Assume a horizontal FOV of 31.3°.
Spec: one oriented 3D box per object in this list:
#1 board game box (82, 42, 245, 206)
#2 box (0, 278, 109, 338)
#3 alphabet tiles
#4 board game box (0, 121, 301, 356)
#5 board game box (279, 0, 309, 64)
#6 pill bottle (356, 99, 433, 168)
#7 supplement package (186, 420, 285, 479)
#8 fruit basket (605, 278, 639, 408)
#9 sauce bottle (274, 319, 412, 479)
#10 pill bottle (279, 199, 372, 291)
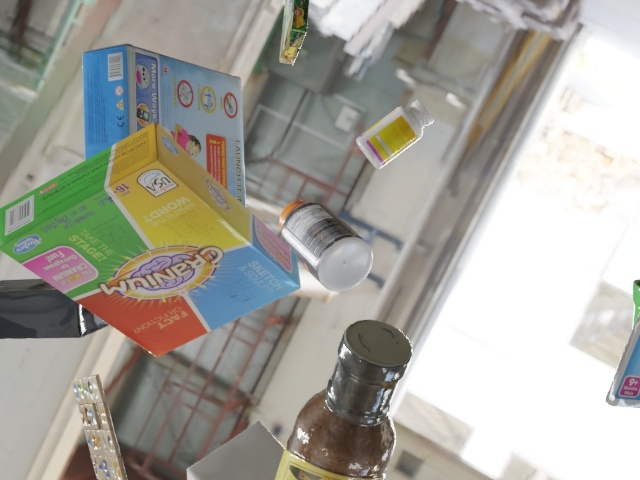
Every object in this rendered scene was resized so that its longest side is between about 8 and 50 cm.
[{"bbox_3d":[-0.231,-0.119,1.751,0.086,0.308,0.302,-4,176,28],"label":"board game box"},{"bbox_3d":[-0.561,0.134,2.281,0.261,0.103,0.184,-2,-177,13],"label":"box"},{"bbox_3d":[-0.316,0.315,1.676,0.009,0.237,0.198,-14,177,-24],"label":"alphabet tiles"},{"bbox_3d":[-0.207,0.012,1.441,0.316,0.242,0.064,43,-153,-45],"label":"board game box"},{"bbox_3d":[-0.034,-0.429,1.845,0.030,0.259,0.136,7,164,-6],"label":"board game box"},{"bbox_3d":[0.084,-0.120,1.277,0.043,0.083,0.043,53,-178,-2],"label":"pill bottle"},{"bbox_3d":[-0.134,0.519,2.177,0.175,0.293,0.177,-31,-120,-28],"label":"supplement package"},{"bbox_3d":[0.471,0.022,1.148,0.327,0.353,0.165,4,-151,-32],"label":"fruit basket"},{"bbox_3d":[0.012,0.233,1.182,0.111,0.344,0.111,11,-147,-7],"label":"sauce bottle"},{"bbox_3d":[0.000,0.000,2.431,0.130,0.130,0.246,21,-166,-35],"label":"pill bottle"}]
